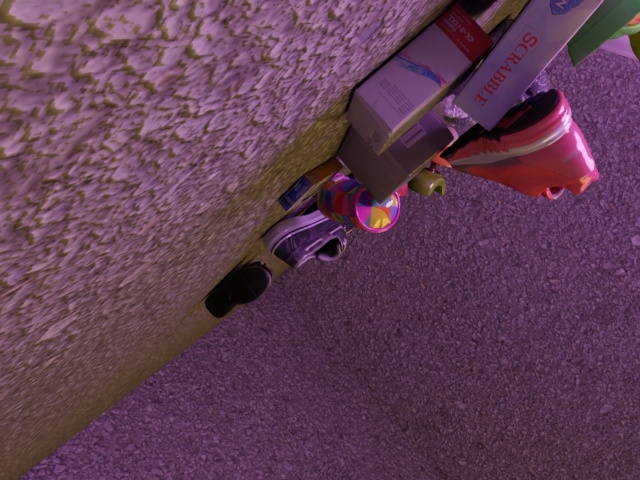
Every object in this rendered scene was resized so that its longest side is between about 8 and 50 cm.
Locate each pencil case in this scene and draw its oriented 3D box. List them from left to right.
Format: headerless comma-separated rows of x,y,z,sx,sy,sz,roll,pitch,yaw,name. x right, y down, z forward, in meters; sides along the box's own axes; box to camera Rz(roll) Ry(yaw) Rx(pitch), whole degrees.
0.066,-0.076,1.356,0.104,0.104,0.236,-40,-160,-10,pencil case

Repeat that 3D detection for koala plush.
0.354,-0.317,1.481,0.221,0.203,0.196,-29,180,9,koala plush

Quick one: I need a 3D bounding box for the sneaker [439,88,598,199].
0.267,-0.106,0.960,0.116,0.136,0.314,-41,-172,-3,sneaker

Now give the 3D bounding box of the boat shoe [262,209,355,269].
0.000,0.000,1.623,0.335,0.119,0.121,-22,160,-52,boat shoe

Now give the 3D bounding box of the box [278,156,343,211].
-0.019,-0.098,1.232,0.081,0.028,0.136,-42,179,35,box

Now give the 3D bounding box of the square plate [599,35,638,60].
0.718,-0.567,1.629,0.347,0.344,0.049,-40,140,-18,square plate

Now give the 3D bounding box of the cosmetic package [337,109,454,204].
0.113,-0.152,1.134,0.107,0.127,0.238,-40,180,-7,cosmetic package

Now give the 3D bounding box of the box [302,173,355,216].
0.019,-0.081,1.842,0.233,0.059,0.183,-42,176,35,box

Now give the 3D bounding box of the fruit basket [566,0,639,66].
0.606,-0.419,1.184,0.392,0.392,0.283,-40,178,-9,fruit basket

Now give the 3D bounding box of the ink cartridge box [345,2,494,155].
0.122,-0.203,0.902,0.175,0.072,0.127,-41,178,-7,ink cartridge box

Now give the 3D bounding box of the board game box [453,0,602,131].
0.324,-0.329,0.897,0.318,0.066,0.318,-53,179,39,board game box

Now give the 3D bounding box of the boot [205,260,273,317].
-0.172,0.094,1.761,0.236,0.085,0.178,-34,-175,39,boot

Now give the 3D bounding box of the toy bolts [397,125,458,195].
0.185,-0.204,1.572,0.228,0.218,0.158,-10,122,-54,toy bolts
